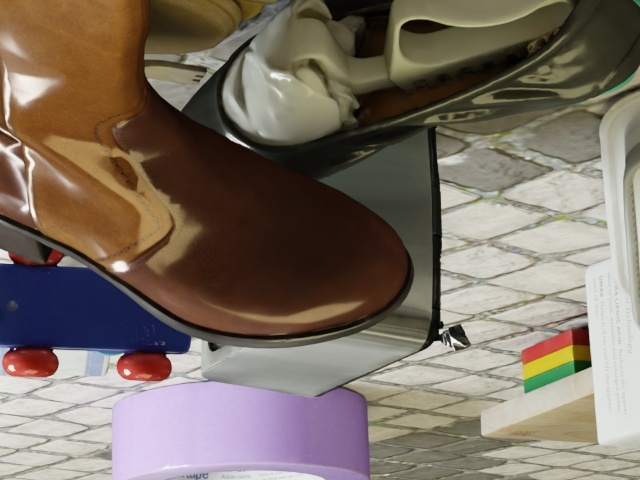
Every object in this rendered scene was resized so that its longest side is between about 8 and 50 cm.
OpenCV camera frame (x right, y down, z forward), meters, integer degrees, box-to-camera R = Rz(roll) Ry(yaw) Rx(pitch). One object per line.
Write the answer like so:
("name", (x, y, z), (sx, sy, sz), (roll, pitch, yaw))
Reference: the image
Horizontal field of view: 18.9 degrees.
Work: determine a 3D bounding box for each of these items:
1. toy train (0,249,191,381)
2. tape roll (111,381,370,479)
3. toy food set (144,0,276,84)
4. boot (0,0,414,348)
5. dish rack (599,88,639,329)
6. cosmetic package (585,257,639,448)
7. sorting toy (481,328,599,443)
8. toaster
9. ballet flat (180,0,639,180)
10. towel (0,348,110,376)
("toy train", (-0.233, 0.052, 1.477), (0.248, 0.105, 0.143), (3, 176, -17))
("tape roll", (-0.085, 0.221, 2.052), (0.275, 0.090, 0.275), (-2, 164, 0))
("toy food set", (-0.096, -0.129, 0.990), (0.132, 0.038, 0.192), (9, 168, -15))
("boot", (-0.078, -0.071, 0.905), (0.264, 0.096, 0.280), (23, 152, 12))
("dish rack", (0.353, 0.004, 1.255), (0.333, 0.072, 0.285), (0, 148, 12))
("cosmetic package", (0.326, 0.079, 1.518), (0.151, 0.151, 0.184), (7, 161, -30))
("sorting toy", (0.317, 0.119, 1.763), (0.257, 0.089, 0.255), (6, 161, -25))
("toaster", (0.000, 0.000, 1.186), (0.110, 0.168, 0.186), (7, 162, -26))
("ballet flat", (0.032, -0.099, 1.018), (0.280, 0.095, 0.096), (-17, 150, 13))
("towel", (-0.318, 0.084, 1.668), (0.285, 0.034, 0.209), (2, 165, -7))
